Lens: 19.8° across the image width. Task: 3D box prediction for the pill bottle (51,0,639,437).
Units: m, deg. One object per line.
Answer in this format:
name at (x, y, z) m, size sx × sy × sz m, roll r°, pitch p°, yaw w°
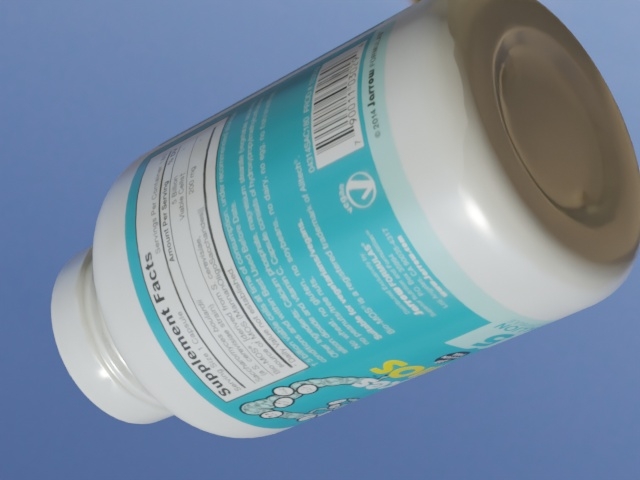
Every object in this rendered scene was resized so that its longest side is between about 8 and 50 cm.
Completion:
pill bottle at (0.000, 0.000, 0.820) m, size 0.146 × 0.264 × 0.146 m, roll 30°, pitch -132°, yaw -39°
